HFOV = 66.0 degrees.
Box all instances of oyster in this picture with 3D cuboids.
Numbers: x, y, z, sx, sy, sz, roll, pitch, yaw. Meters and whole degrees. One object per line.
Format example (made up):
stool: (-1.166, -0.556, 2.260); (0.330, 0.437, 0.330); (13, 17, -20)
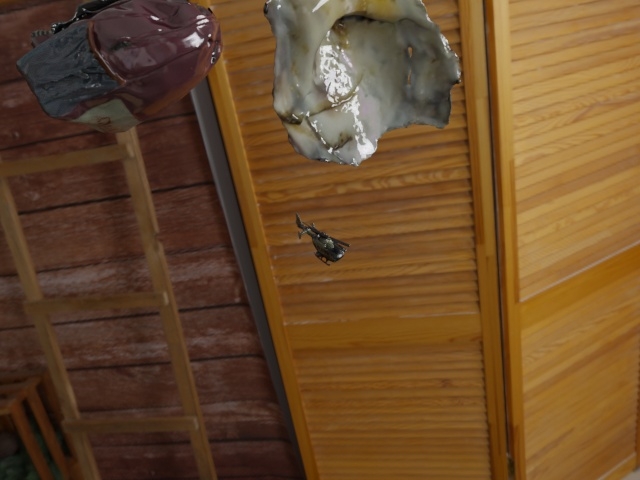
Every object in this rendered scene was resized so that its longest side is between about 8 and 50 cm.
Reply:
oyster: (0.025, -0.212, 0.553); (0.274, 0.272, 0.100); (-9, 25, -20)

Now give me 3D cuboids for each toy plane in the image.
toy plane: (0.000, 0.000, 0.758); (0.031, 0.049, 0.120); (-36, 49, -25)

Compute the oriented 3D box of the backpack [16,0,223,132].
backpack: (-0.325, -0.323, 0.864); (0.317, 0.197, 0.283); (-29, 16, -2)
